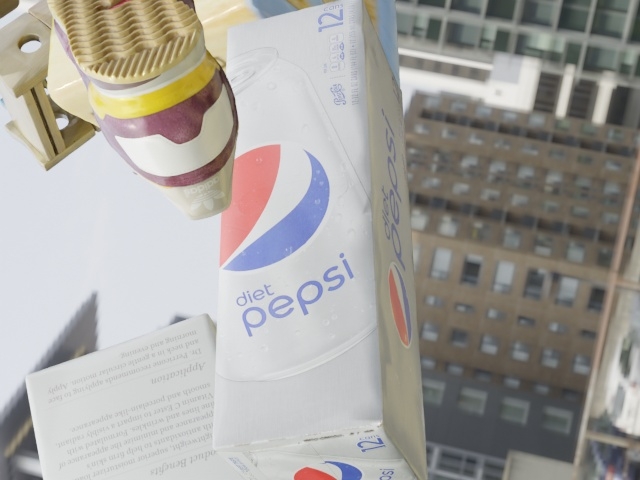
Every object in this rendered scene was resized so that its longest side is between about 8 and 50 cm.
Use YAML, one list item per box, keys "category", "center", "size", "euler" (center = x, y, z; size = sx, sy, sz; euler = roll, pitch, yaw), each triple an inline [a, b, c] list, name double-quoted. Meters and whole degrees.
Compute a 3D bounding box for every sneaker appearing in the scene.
- category: "sneaker"
  center: [-0.079, -0.074, 0.523]
  size: [0.185, 0.069, 0.084]
  euler: [-112, 4, -60]

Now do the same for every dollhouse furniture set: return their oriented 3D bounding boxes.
- category: "dollhouse furniture set"
  center: [-0.275, -0.192, 1.071]
  size: [0.129, 0.183, 0.129]
  euler: [-40, -22, -19]

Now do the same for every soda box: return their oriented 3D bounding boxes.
- category: "soda box"
  center: [0.000, 0.000, 0.655]
  size: [0.098, 0.091, 0.286]
  euler: [58, -155, -53]

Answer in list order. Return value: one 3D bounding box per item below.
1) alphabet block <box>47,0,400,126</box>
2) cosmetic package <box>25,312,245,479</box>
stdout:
- category: "alphabet block"
  center: [-0.071, -0.182, 0.888]
  size: [0.193, 0.197, 0.193]
  euler: [29, -129, -48]
- category: "cosmetic package"
  center: [-0.115, 0.183, 0.873]
  size: [0.151, 0.151, 0.184]
  euler: [69, -177, -62]
